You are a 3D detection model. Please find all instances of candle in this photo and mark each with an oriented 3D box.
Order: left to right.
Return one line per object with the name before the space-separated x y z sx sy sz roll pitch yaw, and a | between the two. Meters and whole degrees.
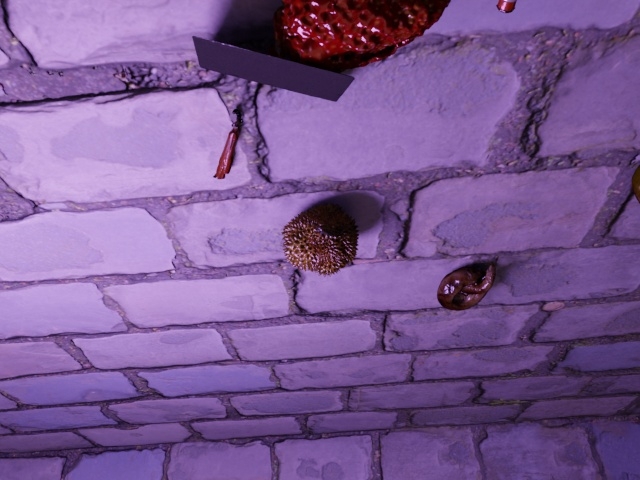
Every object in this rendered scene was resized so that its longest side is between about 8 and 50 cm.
candle | -0.155 -0.161 0.926 0.026 0.021 0.167 26 141 -5

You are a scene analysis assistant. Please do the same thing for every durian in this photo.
durian | 0.000 0.000 1.078 0.158 0.136 0.168 -19 156 -14

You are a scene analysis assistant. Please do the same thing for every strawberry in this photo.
strawberry | 0.051 -0.277 0.708 0.228 0.097 0.174 5 146 -9

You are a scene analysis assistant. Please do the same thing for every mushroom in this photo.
mushroom | 0.356 0.106 1.302 0.135 0.080 0.170 8 145 -36

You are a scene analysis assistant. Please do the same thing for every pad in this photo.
pad | -0.067 -0.234 0.750 0.212 0.003 0.143 12 180 -9

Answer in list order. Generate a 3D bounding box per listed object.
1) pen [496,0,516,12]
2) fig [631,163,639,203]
pen | 0.251 -0.378 0.645 0.026 0.026 0.218 -2 145 -1
fig | 0.687 -0.133 0.971 0.236 0.124 0.124 -32 137 17
